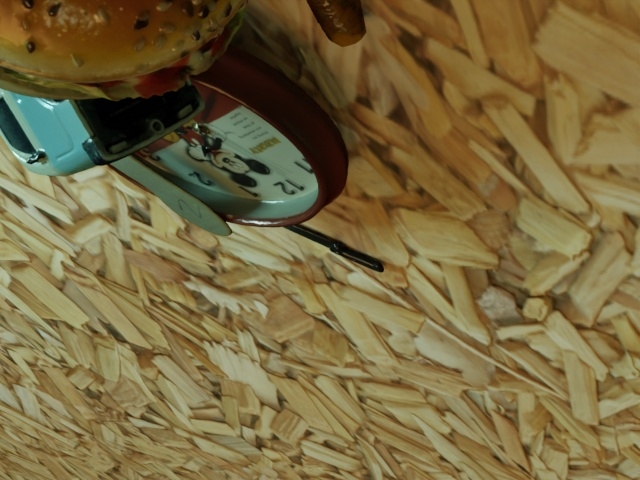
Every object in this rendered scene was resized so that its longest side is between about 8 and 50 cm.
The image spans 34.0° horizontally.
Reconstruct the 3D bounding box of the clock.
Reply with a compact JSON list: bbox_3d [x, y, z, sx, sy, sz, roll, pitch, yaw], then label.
[{"bbox_3d":[-0.120,-0.121,1.069,0.318,0.080,0.318,17,156,8],"label":"clock"}]

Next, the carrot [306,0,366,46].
[{"bbox_3d":[-0.013,-0.230,0.859,0.042,0.042,0.171,-4,140,39],"label":"carrot"}]

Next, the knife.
[{"bbox_3d":[0.000,0.000,1.263,0.170,0.010,0.023,24,151,1],"label":"knife"}]

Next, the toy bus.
[{"bbox_3d":[-0.237,-0.184,0.875,0.165,0.133,0.271,-21,102,46],"label":"toy bus"}]

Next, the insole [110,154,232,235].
[{"bbox_3d":[-0.169,-0.053,1.149,0.188,0.004,0.064,37,151,-32],"label":"insole"}]

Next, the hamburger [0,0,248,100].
[{"bbox_3d":[-0.168,-0.239,0.709,0.300,0.300,0.176,32,162,-18],"label":"hamburger"}]
